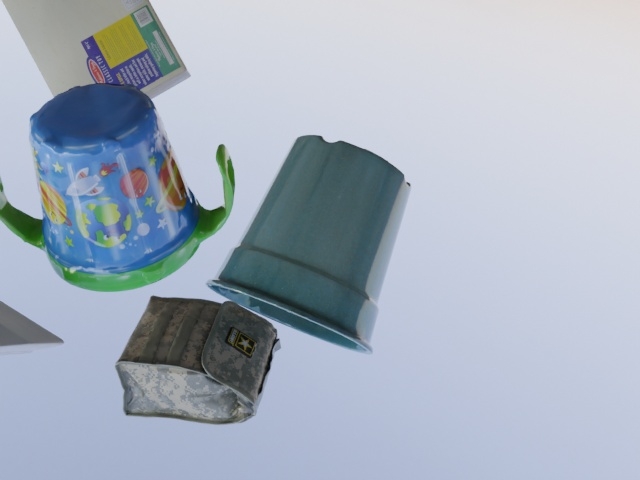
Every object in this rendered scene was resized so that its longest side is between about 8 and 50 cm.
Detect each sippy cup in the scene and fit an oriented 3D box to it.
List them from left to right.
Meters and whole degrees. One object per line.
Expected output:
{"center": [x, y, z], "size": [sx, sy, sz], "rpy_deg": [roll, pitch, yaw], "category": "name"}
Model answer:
{"center": [-0.292, -0.086, 1.081], "size": [0.305, 0.224, 0.240], "rpy_deg": [-28, -134, -24], "category": "sippy cup"}

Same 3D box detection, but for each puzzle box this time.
{"center": [-0.485, -0.452, 1.628], "size": [0.272, 0.409, 0.052], "rpy_deg": [-29, 175, 0], "category": "puzzle box"}

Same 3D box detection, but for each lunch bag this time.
{"center": [-0.236, 0.239, 1.577], "size": [0.286, 0.169, 0.235], "rpy_deg": [4, -148, 7], "category": "lunch bag"}

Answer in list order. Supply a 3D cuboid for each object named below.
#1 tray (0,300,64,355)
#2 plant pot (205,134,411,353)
{"center": [-0.487, 0.095, 1.045], "size": [0.270, 0.030, 0.145], "rpy_deg": [24, -172, 27], "category": "tray"}
{"center": [0.000, 0.000, 1.499], "size": [0.341, 0.334, 0.341], "rpy_deg": [21, 168, 5], "category": "plant pot"}
